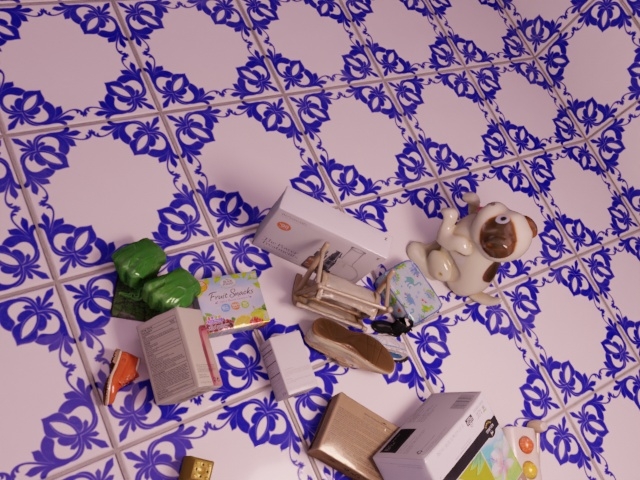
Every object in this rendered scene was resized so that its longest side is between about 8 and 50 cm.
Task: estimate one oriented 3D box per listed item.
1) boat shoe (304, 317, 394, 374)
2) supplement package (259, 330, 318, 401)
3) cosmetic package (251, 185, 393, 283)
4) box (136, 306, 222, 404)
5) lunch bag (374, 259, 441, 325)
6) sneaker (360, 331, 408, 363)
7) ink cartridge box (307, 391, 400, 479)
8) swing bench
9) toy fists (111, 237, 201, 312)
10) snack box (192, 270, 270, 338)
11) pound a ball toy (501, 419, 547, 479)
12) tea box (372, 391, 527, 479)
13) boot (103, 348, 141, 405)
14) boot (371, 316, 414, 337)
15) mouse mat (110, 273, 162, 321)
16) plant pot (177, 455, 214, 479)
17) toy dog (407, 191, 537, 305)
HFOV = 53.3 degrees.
[{"bbox_3d":[0.093,0.352,2.037,0.302,0.098,0.109,26,41,-9],"label":"boat shoe"},{"bbox_3d":[-0.099,0.378,1.923,0.105,0.105,0.179,-10,70,-29],"label":"supplement package"},{"bbox_3d":[0.000,0.000,2.058,0.377,0.284,0.097,25,57,-12],"label":"cosmetic package"},{"bbox_3d":[-0.390,0.319,1.764,0.127,0.148,0.232,24,43,-65],"label":"box"},{"bbox_3d":[0.309,0.187,2.228,0.176,0.090,0.219,-27,79,-33],"label":"lunch bag"},{"bbox_3d":[0.203,0.342,2.122,0.191,0.071,0.083,24,34,-11],"label":"sneaker"},{"bbox_3d":[0.105,0.602,1.915,0.235,0.088,0.193,33,54,-7],"label":"ink cartridge box"},{"bbox_3d":[0.066,0.167,2.018,0.253,0.254,0.165,21,54,-14],"label":"swing bench"},{"bbox_3d":[-0.488,0.111,1.857,0.279,0.096,0.142,39,39,15],"label":"toy fists"},{"bbox_3d":[-0.279,0.196,1.952,0.207,0.070,0.174,-7,68,-30],"label":"snack box"},{"bbox_3d":[0.688,0.739,2.098,0.208,0.136,0.319,11,61,-20],"label":"pound a ball toy"},{"bbox_3d":[0.386,0.674,1.881,0.329,0.220,0.323,-34,100,-39],"label":"tea box"},{"bbox_3d":[-0.541,0.380,1.740,0.084,0.059,0.158,22,56,-20],"label":"boot"},{"bbox_3d":[0.245,0.285,2.140,0.121,0.099,0.045,21,56,-15],"label":"boot"},{"bbox_3d":[-0.516,0.170,1.891,0.190,0.007,0.152,13,60,-21],"label":"mouse mat"},{"bbox_3d":[-0.327,0.620,1.701,0.081,0.083,0.081,20,59,-16],"label":"plant pot"},{"bbox_3d":[0.555,0.025,2.236,0.284,0.408,0.395,-16,72,-31],"label":"toy dog"}]
